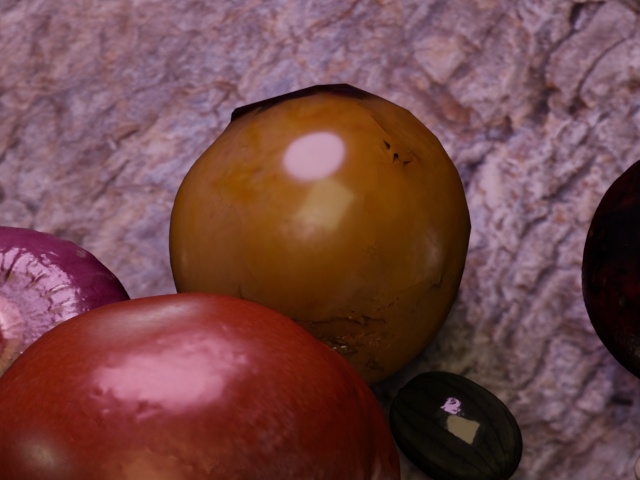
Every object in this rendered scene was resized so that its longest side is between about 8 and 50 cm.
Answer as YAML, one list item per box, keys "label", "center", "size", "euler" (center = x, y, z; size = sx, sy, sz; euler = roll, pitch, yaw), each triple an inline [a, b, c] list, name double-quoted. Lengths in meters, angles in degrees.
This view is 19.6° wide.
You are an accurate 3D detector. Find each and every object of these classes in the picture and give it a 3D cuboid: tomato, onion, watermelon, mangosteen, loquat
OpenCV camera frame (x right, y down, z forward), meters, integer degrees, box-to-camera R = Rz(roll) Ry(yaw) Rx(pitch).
- label: "tomato"
  center: [-0.099, 0.195, 1.211]
  size: [0.273, 0.341, 0.341]
  euler: [22, 64, 20]
- label: "onion"
  center: [-0.217, 0.094, 1.383]
  size: [0.200, 0.200, 0.207]
  euler: [-10, 38, -1]
- label: "watermelon"
  center: [0.098, 0.140, 1.376]
  size: [0.110, 0.078, 0.078]
  euler: [33, 67, 23]
- label: "mangosteen"
  center: [0.291, 0.013, 1.354]
  size: [0.216, 0.216, 0.216]
  euler: [-2, 59, 4]
- label: "loquat"
  center: [0.000, 0.000, 1.384]
  size: [0.235, 0.235, 0.235]
  euler: [-2, 59, 4]

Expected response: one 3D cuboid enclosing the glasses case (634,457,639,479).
- label: "glasses case"
  center: [0.269, 0.184, 1.364]
  size: [0.083, 0.021, 0.032]
  euler: [36, 67, 23]
